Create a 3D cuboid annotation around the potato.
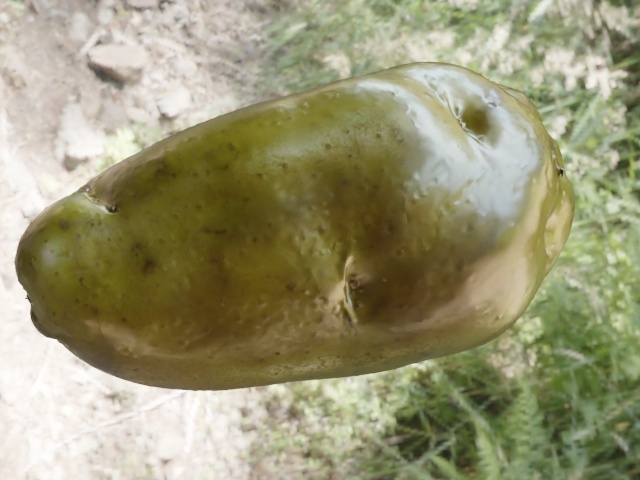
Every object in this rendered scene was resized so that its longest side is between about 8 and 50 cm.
[{"bbox_3d":[0.000,0.000,0.645,0.195,0.369,0.176,120,-46,-66],"label":"potato"}]
